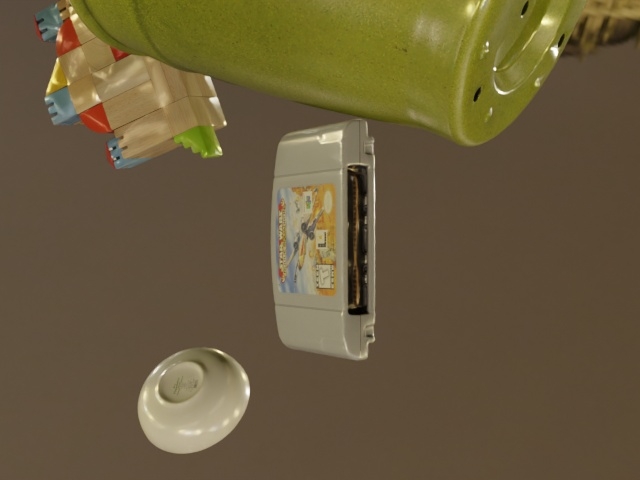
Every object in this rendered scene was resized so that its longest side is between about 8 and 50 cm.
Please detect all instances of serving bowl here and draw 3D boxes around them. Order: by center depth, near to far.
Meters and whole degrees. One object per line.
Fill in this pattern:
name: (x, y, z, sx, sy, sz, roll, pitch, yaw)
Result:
serving bowl: (-0.093, 0.108, 0.760, 0.083, 0.027, 0.083, -11, -133, 12)

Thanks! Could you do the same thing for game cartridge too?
game cartridge: (0.000, 0.000, 1.402, 0.062, 0.297, 0.198, 0, 179, -34)

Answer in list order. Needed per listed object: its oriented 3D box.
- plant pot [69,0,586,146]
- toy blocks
plant pot: (0.033, -0.255, 0.906, 0.353, 0.366, 0.366, 31, -150, 22)
toy blocks: (-0.323, -0.267, 1.700, 0.261, 0.381, 0.190, -21, 178, 23)
